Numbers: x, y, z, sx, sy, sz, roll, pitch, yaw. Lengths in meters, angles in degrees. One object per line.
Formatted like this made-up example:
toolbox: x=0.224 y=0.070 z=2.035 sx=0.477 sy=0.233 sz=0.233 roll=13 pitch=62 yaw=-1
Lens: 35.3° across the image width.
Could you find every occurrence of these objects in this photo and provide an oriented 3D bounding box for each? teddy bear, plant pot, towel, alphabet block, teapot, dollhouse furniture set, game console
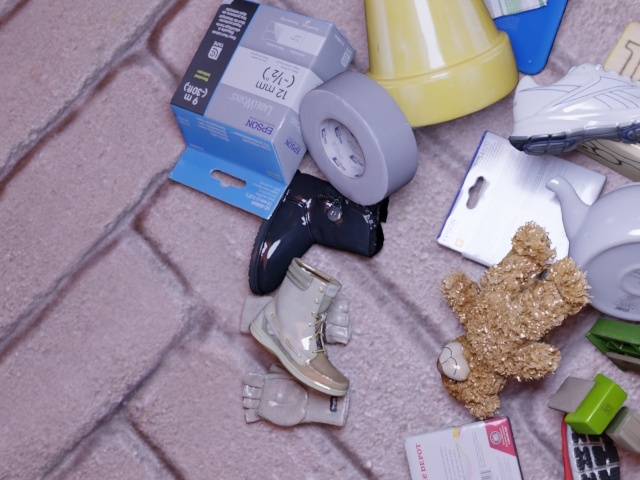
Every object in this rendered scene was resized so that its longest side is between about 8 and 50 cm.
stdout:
teddy bear: x=0.288 y=0.129 z=1.605 sx=0.338 sy=0.113 sz=0.245 roll=-40 pitch=69 yaw=36
plant pot: x=0.177 y=-0.343 z=1.663 sx=0.254 sy=0.254 sz=0.238 roll=-15 pitch=111 yaw=11
towel: x=0.304 y=-0.439 z=1.718 sx=0.152 sy=0.023 sz=0.113 roll=-9 pitch=104 yaw=30
alphabet block: x=0.538 y=-0.207 z=1.635 sx=0.197 sy=0.192 sz=0.193 roll=32 pitch=88 yaw=15
teapot: x=0.523 y=-0.003 z=1.608 sx=0.253 sy=0.256 sz=0.187 roll=-16 pitch=41 yaw=32
dollhouse furniture set: x=0.527 y=0.297 z=1.599 sx=0.301 sy=0.151 sz=0.197 roll=42 pitch=79 yaw=-13
game console: x=0.315 y=-0.471 z=1.811 sx=0.293 sy=0.173 sz=0.250 roll=23 pitch=119 yaw=16

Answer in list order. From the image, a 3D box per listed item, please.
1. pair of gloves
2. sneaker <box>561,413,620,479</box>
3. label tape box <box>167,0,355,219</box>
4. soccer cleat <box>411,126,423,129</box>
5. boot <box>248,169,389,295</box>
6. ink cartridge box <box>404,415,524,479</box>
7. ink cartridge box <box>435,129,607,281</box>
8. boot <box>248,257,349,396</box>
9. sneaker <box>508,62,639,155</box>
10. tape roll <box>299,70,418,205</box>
pair of gloves: x=-0.043 y=0.208 z=1.783 sx=0.204 sy=0.042 sz=0.240 roll=-3 pitch=78 yaw=15
sneaker: x=0.409 y=0.405 z=1.620 sx=0.118 sy=0.107 sz=0.278 roll=-28 pitch=54 yaw=50
label tape box: x=-0.129 y=-0.244 z=1.800 sx=0.249 sy=0.115 sz=0.347 roll=23 pitch=82 yaw=31
soccer cleat: x=0.100 y=-0.208 z=1.808 sx=0.196 sy=0.068 sz=0.076 roll=-1 pitch=123 yaw=2
boot: x=0.000 y=0.000 z=1.777 sx=0.207 sy=0.094 sz=0.246 roll=15 pitch=79 yaw=19
ink cartridge box: x=0.240 y=0.371 z=1.676 sx=0.175 sy=0.072 sz=0.127 roll=-13 pitch=79 yaw=11
ink cartridge box: x=0.343 y=-0.049 z=1.729 sx=0.224 sy=0.045 sz=0.223 roll=24 pitch=88 yaw=15
boot: x=-0.006 y=0.146 z=1.707 sx=0.213 sy=0.077 sz=0.165 roll=38 pitch=105 yaw=24
sneaker: x=0.430 y=-0.210 z=1.511 sx=0.297 sy=0.111 sz=0.129 roll=-4 pitch=75 yaw=12
tape roll: x=0.061 y=-0.169 z=1.676 sx=0.072 sy=0.219 sz=0.219 roll=-34 pitch=73 yaw=-24
